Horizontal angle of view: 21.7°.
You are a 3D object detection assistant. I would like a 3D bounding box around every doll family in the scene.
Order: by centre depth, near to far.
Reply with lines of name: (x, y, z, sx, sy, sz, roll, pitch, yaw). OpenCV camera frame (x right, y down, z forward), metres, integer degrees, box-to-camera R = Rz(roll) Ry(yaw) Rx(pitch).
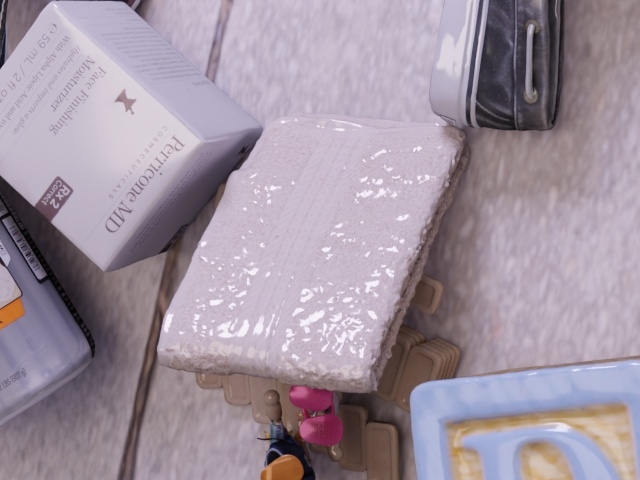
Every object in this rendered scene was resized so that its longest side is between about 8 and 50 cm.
doll family: (-0.013, 0.217, 1.374, 0.118, 0.163, 0.263, -16, 90, 2)

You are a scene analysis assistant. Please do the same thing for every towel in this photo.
towel: (0.000, 0.000, 1.357, 0.187, 0.049, 0.282, 5, 50, 23)

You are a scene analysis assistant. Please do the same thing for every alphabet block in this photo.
alphabet block: (0.197, 0.187, 1.270, 0.193, 0.197, 0.192, -6, 87, 24)

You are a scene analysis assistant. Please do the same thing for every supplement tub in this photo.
supplement tub: (-0.356, 0.020, 1.484, 0.193, 0.193, 0.316, -30, 95, 21)

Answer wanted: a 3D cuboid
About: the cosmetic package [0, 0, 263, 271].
cosmetic package: (-0.180, -0.095, 1.456, 0.184, 0.151, 0.151, 42, 107, 9)

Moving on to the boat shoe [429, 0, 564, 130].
boat shoe: (0.175, -0.250, 1.348, 0.119, 0.121, 0.335, 12, 104, 16)

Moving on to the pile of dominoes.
pile of dominoes: (-0.001, 0.081, 1.452, 0.251, 0.040, 0.196, 26, 112, 27)

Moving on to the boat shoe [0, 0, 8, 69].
boat shoe: (-0.311, -0.260, 1.427, 0.105, 0.113, 0.306, -4, 92, 48)

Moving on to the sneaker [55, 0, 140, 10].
sneaker: (-0.212, -0.326, 1.485, 0.106, 0.162, 0.281, 17, 96, 24)
